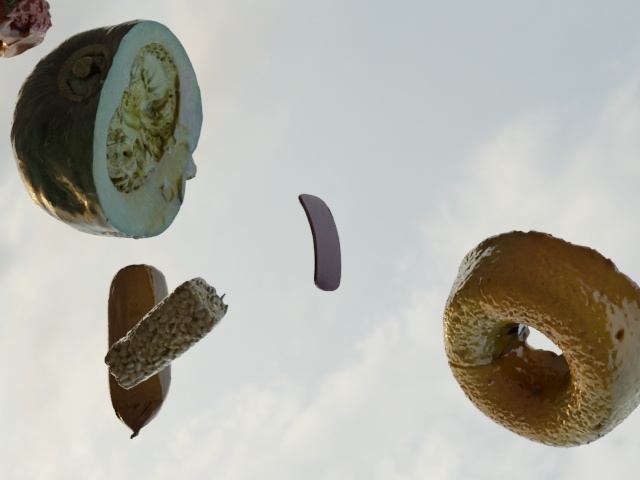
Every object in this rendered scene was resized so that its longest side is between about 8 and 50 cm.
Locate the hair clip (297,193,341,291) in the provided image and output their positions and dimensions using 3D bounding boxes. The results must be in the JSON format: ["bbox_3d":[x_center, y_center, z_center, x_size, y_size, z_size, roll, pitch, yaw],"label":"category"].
[{"bbox_3d":[0.001,0.000,1.400,0.022,0.054,0.137,-23,-112,36],"label":"hair clip"}]

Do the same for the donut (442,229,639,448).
[{"bbox_3d":[0.275,0.136,1.320,0.303,0.303,0.110,-3,-147,43],"label":"donut"}]

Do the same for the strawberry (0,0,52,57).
[{"bbox_3d":[-0.301,-0.190,0.947,0.152,0.104,0.048,-20,-110,42],"label":"strawberry"}]

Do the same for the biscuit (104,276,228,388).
[{"bbox_3d":[-0.192,0.116,1.320,0.168,0.082,0.070,-39,-92,19],"label":"biscuit"}]

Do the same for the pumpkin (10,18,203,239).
[{"bbox_3d":[-0.311,-0.155,1.499,0.197,0.263,0.293,8,-109,28],"label":"pumpkin"}]

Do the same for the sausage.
[{"bbox_3d":[-0.313,0.195,1.837,0.112,0.112,0.328,-28,-127,31],"label":"sausage"}]
